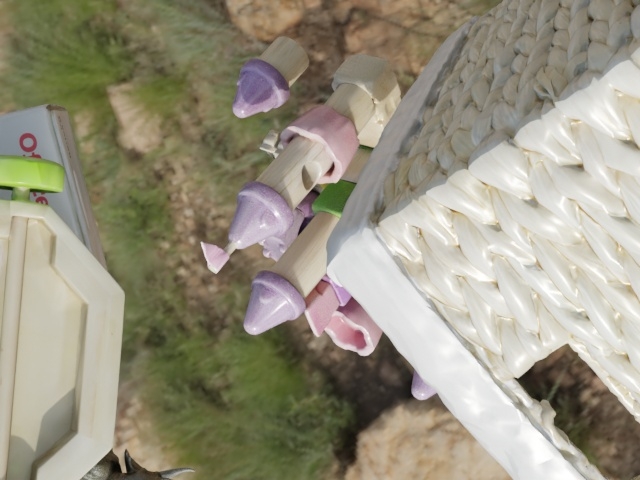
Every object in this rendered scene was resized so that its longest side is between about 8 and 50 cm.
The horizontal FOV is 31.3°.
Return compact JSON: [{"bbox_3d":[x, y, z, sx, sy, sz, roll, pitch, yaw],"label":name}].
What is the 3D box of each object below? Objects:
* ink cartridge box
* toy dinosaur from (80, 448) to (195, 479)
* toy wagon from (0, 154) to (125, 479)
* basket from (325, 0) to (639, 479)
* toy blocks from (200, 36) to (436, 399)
[{"bbox_3d":[-0.286,-0.009,0.889,0.093,0.212,0.154,-116,12,-82],"label":"ink cartridge box"},{"bbox_3d":[-0.327,0.269,1.490,0.313,0.160,0.121,36,100,28],"label":"toy dinosaur"},{"bbox_3d":[-0.301,0.069,0.729,0.068,0.344,0.267,171,104,-67],"label":"toy wagon"},{"bbox_3d":[0.232,-0.017,0.667,0.266,0.331,0.328,-36,103,31],"label":"basket"},{"bbox_3d":[0.000,0.000,1.076,0.309,0.260,0.288,19,148,34],"label":"toy blocks"}]
